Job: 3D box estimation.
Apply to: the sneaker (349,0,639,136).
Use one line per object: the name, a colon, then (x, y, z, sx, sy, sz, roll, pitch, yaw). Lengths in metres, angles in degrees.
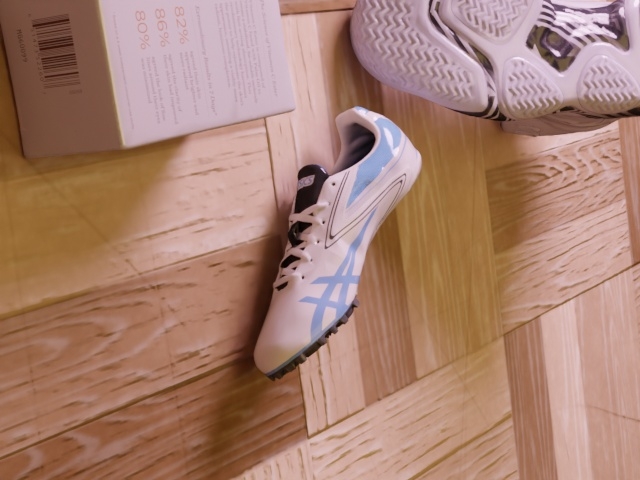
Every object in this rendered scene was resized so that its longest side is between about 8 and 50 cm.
sneaker: (0.178, -0.164, 1.181, 0.366, 0.210, 0.137, 1, 87, -19)

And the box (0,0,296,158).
box: (-0.109, -0.131, 0.820, 0.170, 0.091, 0.130, -19, 104, -52)

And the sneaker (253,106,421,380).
sneaker: (0.000, 0.000, 0.985, 0.086, 0.085, 0.237, 36, 61, -17)
